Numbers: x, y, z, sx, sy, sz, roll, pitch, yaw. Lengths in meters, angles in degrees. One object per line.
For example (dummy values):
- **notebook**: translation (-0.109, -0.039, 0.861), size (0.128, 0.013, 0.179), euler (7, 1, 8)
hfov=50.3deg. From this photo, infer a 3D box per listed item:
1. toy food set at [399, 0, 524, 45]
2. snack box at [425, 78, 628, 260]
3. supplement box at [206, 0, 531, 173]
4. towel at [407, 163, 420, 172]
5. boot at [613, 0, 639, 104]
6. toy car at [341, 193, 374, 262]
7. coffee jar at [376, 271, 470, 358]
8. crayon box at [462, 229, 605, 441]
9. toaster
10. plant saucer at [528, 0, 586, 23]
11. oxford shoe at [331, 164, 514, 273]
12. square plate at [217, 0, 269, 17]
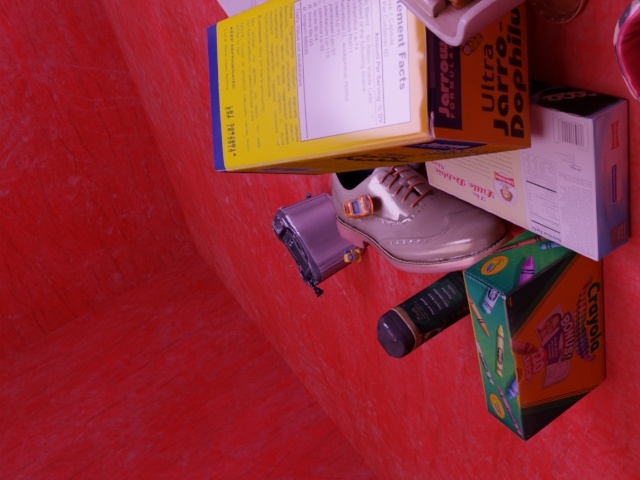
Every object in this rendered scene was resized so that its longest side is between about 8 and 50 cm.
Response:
- **toy food set**: translation (0.123, -0.325, 0.589), size (0.306, 0.219, 0.092), euler (55, 180, 30)
- **snack box**: translation (0.245, -0.117, 0.884), size (0.322, 0.060, 0.187), euler (35, 148, 52)
- **supplement box**: translation (0.046, -0.190, 0.825), size (0.356, 0.195, 0.194), euler (-1, 93, 46)
- **towel**: translation (0.104, -0.204, 1.172), size (0.209, 0.034, 0.285), euler (54, 161, 15)
- **boot**: translation (0.277, -0.158, 0.379), size (0.377, 0.284, 0.138), euler (26, 141, 61)
- **toy car**: translation (0.059, -0.016, 1.111), size (0.060, 0.040, 0.122), euler (17, 113, 56)
- **coffee jar**: translation (0.187, 0.133, 1.217), size (0.079, 0.184, 0.096), euler (53, 160, 22)
- **crayon box**: translation (0.300, 0.122, 0.935), size (0.081, 0.165, 0.278), euler (36, 151, 51)
- **toaster**: translation (0.000, 0.000, 1.572), size (0.227, 0.146, 0.129), euler (58, 162, 9)
- **plant saucer**: translation (0.248, -0.271, 0.718), size (0.083, 0.013, 0.083), euler (51, 161, 26)
- **oxford shoe**: translation (0.135, -0.052, 1.110), size (0.397, 0.140, 0.146), euler (16, 133, 52)
- **square plate**: translation (-0.183, -0.570, 1.351), size (0.344, 0.049, 0.347), euler (55, 161, 14)
